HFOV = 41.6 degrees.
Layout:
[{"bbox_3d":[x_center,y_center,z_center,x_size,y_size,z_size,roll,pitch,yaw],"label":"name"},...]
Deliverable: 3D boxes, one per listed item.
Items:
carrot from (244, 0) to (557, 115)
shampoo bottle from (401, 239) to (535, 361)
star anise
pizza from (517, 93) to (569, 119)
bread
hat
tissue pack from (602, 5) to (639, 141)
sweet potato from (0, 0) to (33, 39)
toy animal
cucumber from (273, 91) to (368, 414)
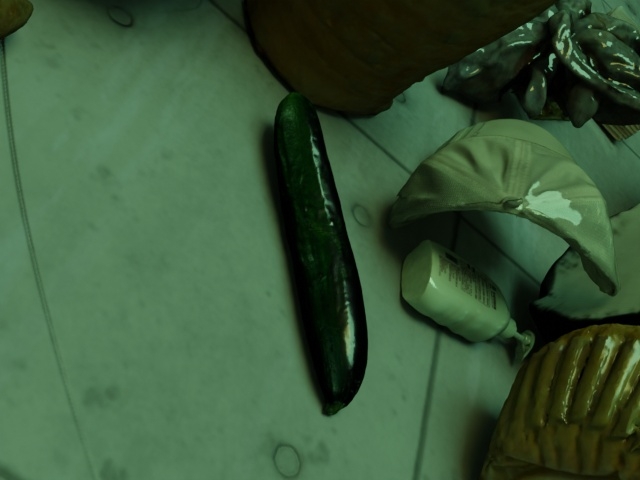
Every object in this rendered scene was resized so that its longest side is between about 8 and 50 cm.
[{"bbox_3d":[0.094,-0.265,0.765,0.224,0.341,0.224,25,49,-32],"label":"carrot"},{"bbox_3d":[0.145,0.061,0.788,0.152,0.045,0.077,30,40,-23],"label":"shampoo bottle"},{"bbox_3d":[0.315,-0.242,1.055,0.360,0.139,0.315,-15,56,-23],"label":"star anise"},{"bbox_3d":[0.319,-0.221,1.197,0.175,0.046,0.134,30,42,-27],"label":"pizza"},{"bbox_3d":[0.240,0.177,0.647,0.139,0.240,0.240,-25,79,-40],"label":"bread"},{"bbox_3d":[0.192,-0.066,0.796,0.220,0.164,0.226,16,56,9],"label":"hat"},{"bbox_3d":[0.506,-0.292,1.427,0.170,0.071,0.325,53,37,-2],"label":"tissue pack"},{"bbox_3d":[-0.312,-0.161,0.458,0.342,0.092,0.114,12,36,-41],"label":"sweet potato"},{"bbox_3d":[0.383,0.126,0.848,0.310,0.251,0.251,52,36,-17],"label":"toy animal"},{"bbox_3d":[0.000,0.000,0.682,0.056,0.056,0.284,13,56,-40],"label":"cucumber"}]
